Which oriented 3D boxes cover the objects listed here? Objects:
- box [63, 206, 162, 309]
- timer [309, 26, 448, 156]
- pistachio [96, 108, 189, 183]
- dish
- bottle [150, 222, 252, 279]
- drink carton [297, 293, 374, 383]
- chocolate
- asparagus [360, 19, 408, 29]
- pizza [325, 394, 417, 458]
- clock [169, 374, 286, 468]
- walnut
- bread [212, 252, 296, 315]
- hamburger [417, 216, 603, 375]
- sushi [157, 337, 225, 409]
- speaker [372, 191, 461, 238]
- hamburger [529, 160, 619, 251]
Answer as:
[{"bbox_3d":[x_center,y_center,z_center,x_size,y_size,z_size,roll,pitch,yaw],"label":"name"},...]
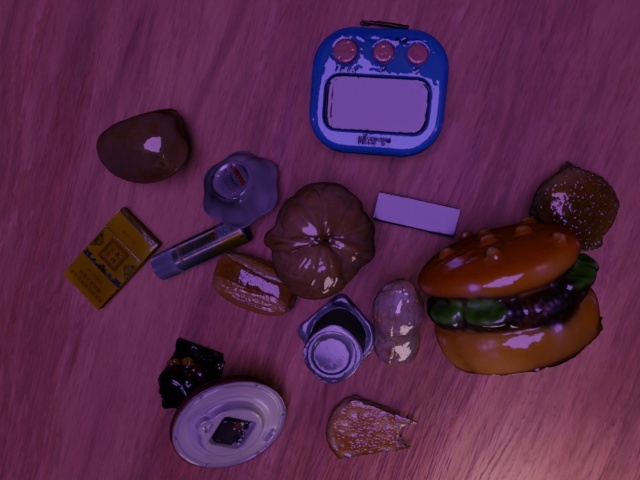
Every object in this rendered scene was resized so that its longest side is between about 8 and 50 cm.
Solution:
[{"bbox_3d":[-0.607,0.054,1.525,0.153,0.041,0.279,45,101,2],"label":"box"},{"bbox_3d":[0.145,-0.373,1.332,0.340,0.115,0.308,5,96,7],"label":"timer"},{"bbox_3d":[-0.479,-0.246,1.412,0.261,0.163,0.212,-14,61,11],"label":"pistachio"},{"bbox_3d":[-0.225,-0.149,1.389,0.230,0.081,0.229,-3,73,11],"label":"dish"},{"bbox_3d":[-0.333,0.022,1.460,0.286,0.082,0.082,-24,93,9],"label":"bottle"},{"bbox_3d":[0.048,0.273,1.386,0.185,0.189,0.191,-39,91,5],"label":"drink carton"},{"bbox_3d":[0.193,0.217,1.326,0.134,0.134,0.309,5,136,7],"label":"chocolate"},{"bbox_3d":[0.166,-0.560,1.358,0.127,0.015,0.018,10,96,7],"label":"asparagus"},{"bbox_3d":[0.142,0.525,1.474,0.262,0.034,0.181,-5,96,9],"label":"pizza"},{"bbox_3d":[-0.248,0.506,1.430,0.319,0.080,0.318,-10,121,-16],"label":"clock"},{"bbox_3d":[0.000,0.000,1.318,0.285,0.285,0.296,8,90,7],"label":"walnut"},{"bbox_3d":[-0.178,0.121,1.438,0.236,0.106,0.139,20,97,4],"label":"bread"},{"bbox_3d":[0.415,0.111,1.221,0.396,0.396,0.277,-19,98,10],"label":"hamburger"},{"bbox_3d":[-0.380,0.400,1.474,0.153,0.150,0.172,18,99,5],"label":"sushi"},{"bbox_3d":[0.253,-0.068,1.387,0.218,0.044,0.082,12,98,7],"label":"speaker"},{"bbox_3d":[0.635,-0.075,1.295,0.189,0.122,0.215,-45,92,6],"label":"hamburger"}]
